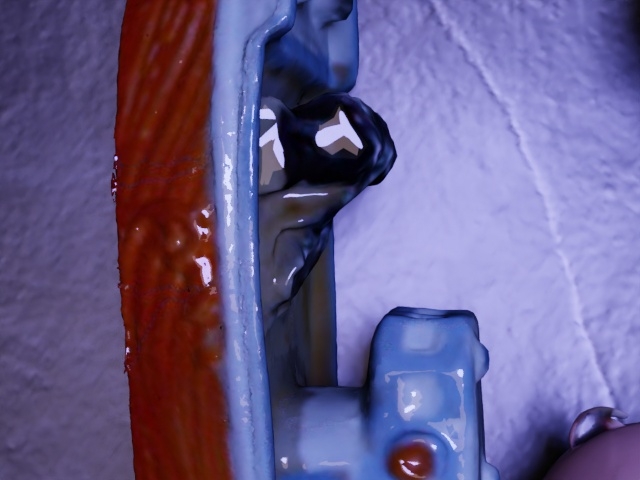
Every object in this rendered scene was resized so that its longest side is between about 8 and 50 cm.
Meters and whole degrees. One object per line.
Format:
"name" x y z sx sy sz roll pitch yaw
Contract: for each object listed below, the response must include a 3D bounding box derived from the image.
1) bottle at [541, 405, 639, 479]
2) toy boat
"bottle" 0.189 0.155 0.390 0.236 0.147 0.147 27 86 6
"toy boat" 0.000 0.000 0.401 0.133 0.145 0.331 -4 90 11
